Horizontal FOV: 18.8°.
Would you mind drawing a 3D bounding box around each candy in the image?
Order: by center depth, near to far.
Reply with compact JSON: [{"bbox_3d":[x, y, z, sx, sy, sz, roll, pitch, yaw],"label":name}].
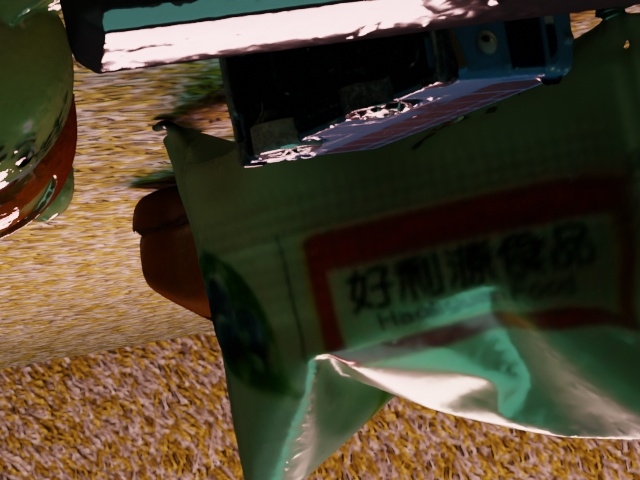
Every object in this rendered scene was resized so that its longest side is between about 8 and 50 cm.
[{"bbox_3d":[0.091,0.014,1.157,0.398,0.263,0.172,-12,-178,26],"label":"candy"}]

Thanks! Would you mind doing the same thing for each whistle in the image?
[{"bbox_3d":[-0.166,-0.050,0.861,0.131,0.106,0.288,-35,174,-12],"label":"whistle"}]

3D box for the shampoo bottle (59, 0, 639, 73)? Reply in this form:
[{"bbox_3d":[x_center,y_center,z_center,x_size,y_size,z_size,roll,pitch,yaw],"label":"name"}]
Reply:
[{"bbox_3d":[-0.005,-0.114,0.631,0.309,0.098,0.071,-9,173,-9],"label":"shampoo bottle"}]

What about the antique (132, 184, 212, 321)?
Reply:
[{"bbox_3d":[0.000,0.000,1.469,0.278,0.129,0.223,-9,176,16],"label":"antique"}]

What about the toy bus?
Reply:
[{"bbox_3d":[0.032,-0.096,0.889,0.106,0.090,0.185,-6,175,-30],"label":"toy bus"}]
